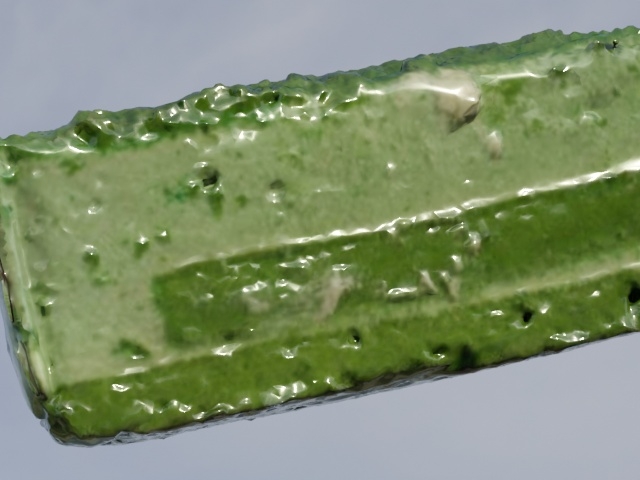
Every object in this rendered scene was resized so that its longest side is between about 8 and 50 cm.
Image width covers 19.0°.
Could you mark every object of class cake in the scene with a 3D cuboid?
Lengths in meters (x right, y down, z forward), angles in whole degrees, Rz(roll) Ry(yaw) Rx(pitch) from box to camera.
[{"bbox_3d":[0.015,-0.002,0.601,0.235,0.100,0.099,-11,-5,-11],"label":"cake"}]
